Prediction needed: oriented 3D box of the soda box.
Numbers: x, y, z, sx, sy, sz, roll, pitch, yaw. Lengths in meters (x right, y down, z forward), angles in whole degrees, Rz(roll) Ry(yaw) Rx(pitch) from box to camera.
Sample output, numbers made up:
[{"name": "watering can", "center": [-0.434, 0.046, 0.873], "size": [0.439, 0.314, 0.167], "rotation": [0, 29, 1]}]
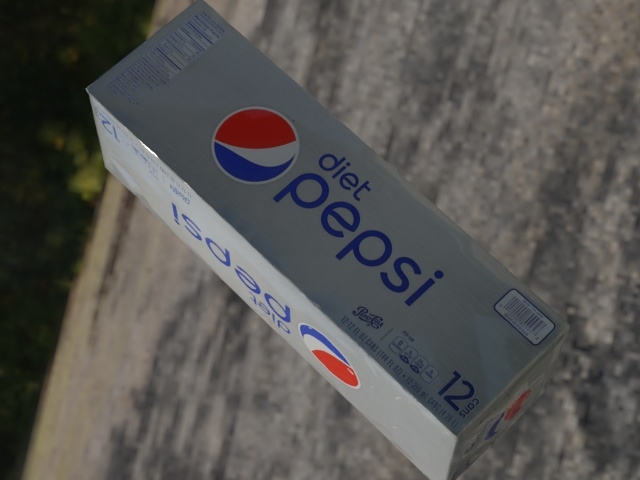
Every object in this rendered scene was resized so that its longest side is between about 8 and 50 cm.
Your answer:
[{"name": "soda box", "center": [0.000, 0.000, 0.945], "size": [0.091, 0.286, 0.098], "rotation": [-42, -18, -17]}]
